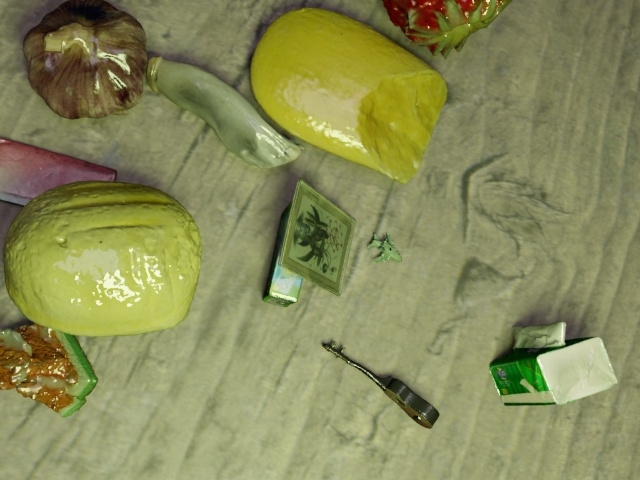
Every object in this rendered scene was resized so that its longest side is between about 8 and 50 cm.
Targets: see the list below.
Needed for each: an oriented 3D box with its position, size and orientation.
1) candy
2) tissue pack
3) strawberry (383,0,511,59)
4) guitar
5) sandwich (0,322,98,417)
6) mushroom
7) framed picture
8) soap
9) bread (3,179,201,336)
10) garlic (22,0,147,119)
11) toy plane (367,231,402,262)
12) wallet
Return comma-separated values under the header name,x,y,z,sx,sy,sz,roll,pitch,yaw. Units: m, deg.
name,x,y,z,sx,sy,sz,roll,pitch,yaw
candy,-0.060,0.028,1.305,0.062,0.097,0.195,15,75,-11
tissue pack,0.450,0.243,1.326,0.148,0.209,0.156,-16,81,-16
strawberry,0.252,-0.592,1.410,0.292,0.292,0.344,-17,85,-16
guitar,0.119,0.279,1.316,0.271,0.084,0.038,37,69,3
sandwich,-0.484,0.215,1.137,0.109,0.160,0.185,-43,83,1
mushroom,-0.196,-0.260,1.329,0.351,0.109,0.097,36,40,-2
framed picture,0.000,0.000,1.288,0.010,0.231,0.173,3,75,33
soap,0.062,-0.323,1.397,0.427,0.115,0.306,24,77,-8
bread,-0.366,0.026,1.128,0.320,0.320,0.237,0,105,-14
garlic,-0.442,-0.353,1.258,0.244,0.160,0.245,3,78,-13
toy plane,0.140,0.019,1.388,0.083,0.033,0.080,32,59,-6
wallet,-0.519,-0.112,1.261,0.232,0.025,0.119,16,76,-10
